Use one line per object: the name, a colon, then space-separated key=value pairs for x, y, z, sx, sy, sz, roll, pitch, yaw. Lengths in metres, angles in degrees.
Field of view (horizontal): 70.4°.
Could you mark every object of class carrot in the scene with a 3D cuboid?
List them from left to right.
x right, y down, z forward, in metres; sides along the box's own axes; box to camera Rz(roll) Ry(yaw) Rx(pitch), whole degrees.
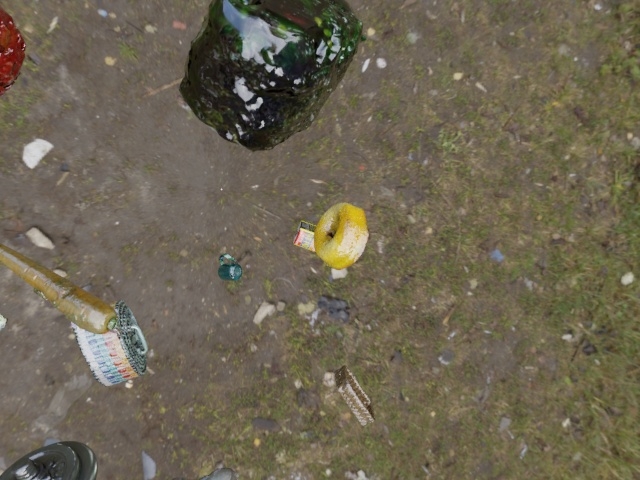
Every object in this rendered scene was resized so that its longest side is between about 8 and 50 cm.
carrot: x=-0.394 y=0.059 z=0.647 sx=0.254 sy=0.049 sz=0.049 roll=31 pitch=89 yaw=8

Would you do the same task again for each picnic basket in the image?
picnic basket: x=0.105 y=0.489 z=1.424 sx=0.054 sy=0.110 sz=0.194 roll=-31 pitch=109 yaw=8

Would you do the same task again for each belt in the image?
belt: x=-0.646 y=0.313 z=1.440 sx=0.160 sy=0.207 sz=0.295 roll=-14 pitch=119 yaw=-11

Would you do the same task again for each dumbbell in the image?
dumbbell: x=-0.476 y=0.495 z=0.822 sx=0.191 sy=0.192 sz=0.290 roll=-17 pitch=120 yaw=-10

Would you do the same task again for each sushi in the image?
sushi: x=-0.036 y=-0.188 z=0.453 sx=0.124 sy=0.225 sz=0.127 roll=38 pitch=129 yaw=-2

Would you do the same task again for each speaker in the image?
speaker: x=-0.310 y=0.090 z=1.547 sx=0.060 sy=0.075 sz=0.095 roll=-5 pitch=91 yaw=-54

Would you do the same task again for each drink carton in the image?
drink carton: x=0.000 y=0.000 z=1.485 sx=0.165 sy=0.056 sz=0.071 roll=20 pitch=125 yaw=-11

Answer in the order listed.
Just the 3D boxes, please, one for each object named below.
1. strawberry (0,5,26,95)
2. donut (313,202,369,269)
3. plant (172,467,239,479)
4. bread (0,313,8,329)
strawberry: x=-0.622 y=-0.329 z=0.682 sx=0.274 sy=0.274 sz=0.221 roll=44 pitch=52 yaw=-13
donut: x=0.048 y=-0.020 z=1.222 sx=0.074 sy=0.174 sz=0.191 roll=25 pitch=58 yaw=-30
plant: x=-0.164 y=0.350 z=0.491 sx=0.131 sy=0.203 sz=0.142 roll=46 pitch=117 yaw=-5
bread: x=-0.591 y=0.138 z=0.699 sx=0.156 sy=0.110 sz=0.103 roll=-38 pitch=117 yaw=-45
